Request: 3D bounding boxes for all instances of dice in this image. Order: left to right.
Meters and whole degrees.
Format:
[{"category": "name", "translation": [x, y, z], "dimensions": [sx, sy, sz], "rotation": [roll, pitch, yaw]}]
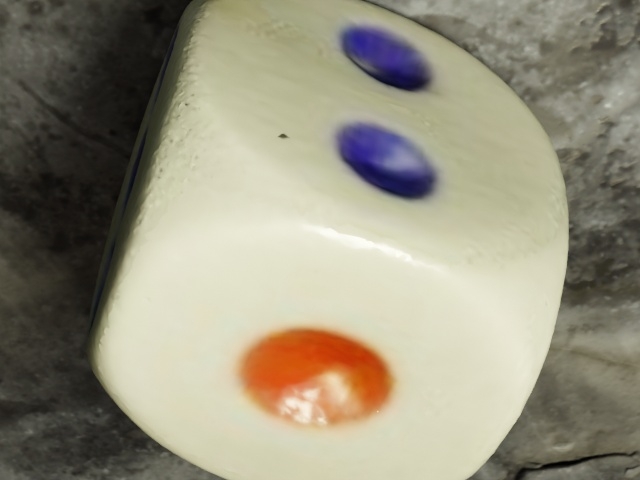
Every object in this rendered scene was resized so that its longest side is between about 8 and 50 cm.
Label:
[{"category": "dice", "translation": [0.000, 0.000, 0.992], "dimensions": [0.304, 0.304, 0.277], "rotation": [17, 127, -11]}]
